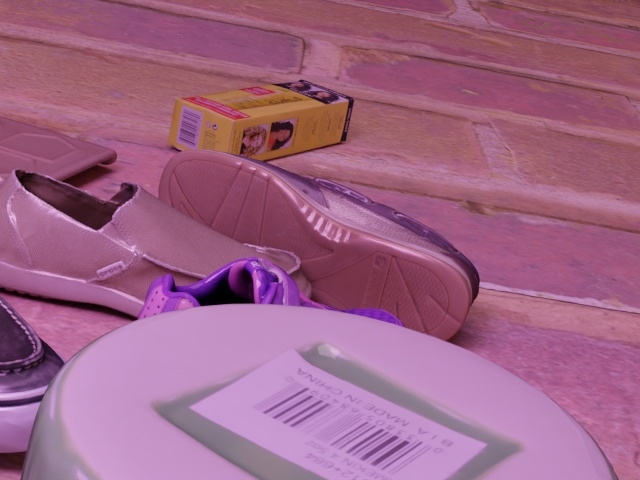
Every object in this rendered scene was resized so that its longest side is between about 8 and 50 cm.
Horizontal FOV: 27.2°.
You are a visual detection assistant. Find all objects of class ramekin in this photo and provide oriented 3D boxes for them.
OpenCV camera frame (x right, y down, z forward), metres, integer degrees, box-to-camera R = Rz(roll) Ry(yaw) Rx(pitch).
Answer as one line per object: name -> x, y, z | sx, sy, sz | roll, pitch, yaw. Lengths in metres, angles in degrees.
ramekin -> -0.004, 0.149, 0.626 | 0.303, 0.148, 0.303 | 10, 20, -4

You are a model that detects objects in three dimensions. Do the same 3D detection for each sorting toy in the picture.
sorting toy -> -0.321, -0.081, 1.246 | 0.193, 0.038, 0.208 | 17, 17, 15

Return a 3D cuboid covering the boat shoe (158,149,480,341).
boat shoe -> 0.000, 0.000, 1.107 | 0.285, 0.103, 0.092 | 22, 17, 16

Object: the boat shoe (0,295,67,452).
boat shoe -> -0.284, 0.026, 0.849 | 0.335, 0.119, 0.121 | 23, 23, 30

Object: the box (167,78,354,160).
box -> -0.062, -0.133, 1.476 | 0.087, 0.058, 0.232 | 24, 24, 30

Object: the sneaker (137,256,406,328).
sneaker -> -0.031, 0.062, 0.911 | 0.236, 0.104, 0.095 | -3, 23, -36

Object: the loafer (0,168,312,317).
loafer -> -0.135, 0.006, 1.019 | 0.268, 0.092, 0.102 | 9, 20, -7
